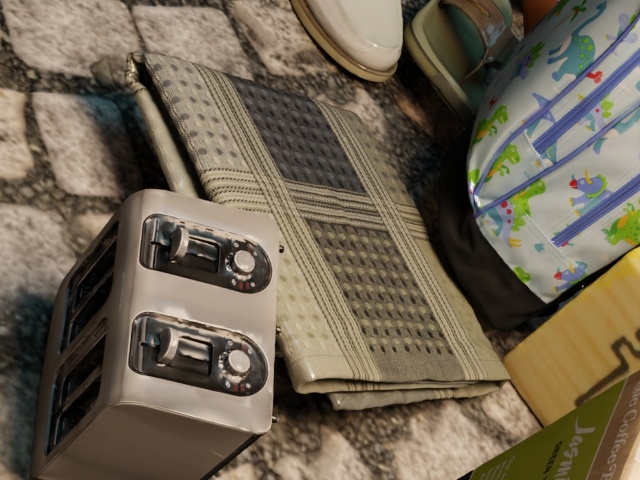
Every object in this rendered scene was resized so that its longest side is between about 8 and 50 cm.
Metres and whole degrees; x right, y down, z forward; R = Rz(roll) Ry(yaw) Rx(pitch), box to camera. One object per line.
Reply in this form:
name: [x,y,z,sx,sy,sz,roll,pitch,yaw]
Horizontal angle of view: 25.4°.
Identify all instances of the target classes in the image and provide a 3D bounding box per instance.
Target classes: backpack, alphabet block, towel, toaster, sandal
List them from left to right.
toaster: [-0.111,0.078,0.953,0.110,0.185,0.168,20,52,-23]
towel: [0.000,0.000,1.181,0.312,0.056,0.324,9,47,-54]
sandal: [0.165,-0.226,1.510,0.120,0.086,0.303,49,33,-18]
backpack: [0.278,-0.122,1.267,0.273,0.355,0.290,58,31,-16]
alphabet block: [0.319,0.116,1.264,0.192,0.193,0.197,-16,66,-49]

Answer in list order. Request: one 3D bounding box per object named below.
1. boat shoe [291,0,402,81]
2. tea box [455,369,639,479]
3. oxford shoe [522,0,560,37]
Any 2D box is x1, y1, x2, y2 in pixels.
boat shoe: [0.029,-0.303,1.469,0.113,0.103,0.302,9,50,-36]
tea box: [0.208,0.299,0.873,0.329,0.323,0.220,38,51,-7]
oxford shoe: [0.242,-0.177,1.510,0.076,0.076,0.212,-7,88,-40]
